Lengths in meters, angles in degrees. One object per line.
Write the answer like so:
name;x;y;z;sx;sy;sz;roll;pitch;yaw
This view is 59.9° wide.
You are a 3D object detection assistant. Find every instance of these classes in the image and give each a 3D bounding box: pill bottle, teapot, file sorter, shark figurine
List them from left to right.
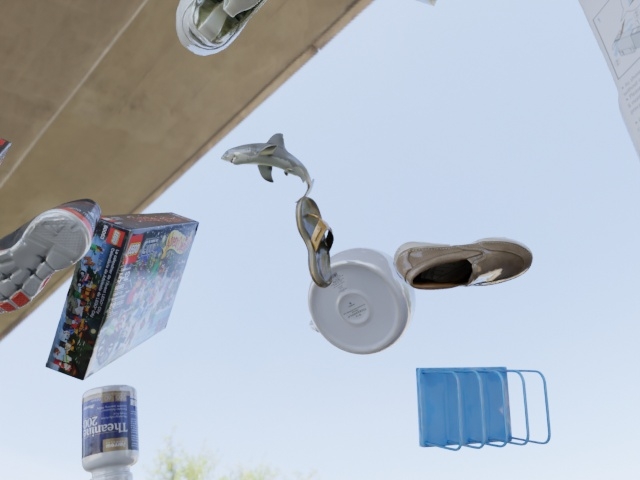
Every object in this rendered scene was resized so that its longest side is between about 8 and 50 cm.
pill bottle;-0.258;0.244;0.683;0.067;0.120;0.067;-10;-27;-5
shark figurine;-0.093;-0.213;1.429;0.278;0.116;0.166;23;-34;-31
teapot;0.101;0.123;1.250;0.256;0.187;0.253;14;-70;18
file sorter;0.246;0.253;0.845;0.170;0.118;0.104;4;-14;-21

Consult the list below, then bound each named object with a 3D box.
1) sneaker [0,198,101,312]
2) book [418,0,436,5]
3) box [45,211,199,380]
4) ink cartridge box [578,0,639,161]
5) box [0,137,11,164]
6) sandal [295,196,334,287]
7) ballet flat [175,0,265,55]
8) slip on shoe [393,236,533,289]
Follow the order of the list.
sneaker;-0.252;0.012;0.489;0.158;0.065;0.061;-23;-66;17
book;0.124;-0.451;0.953;0.096;0.144;0.035;11;-71;-59
box;-0.218;0.050;0.652;0.044;0.233;0.159;20;-85;3
ink cartridge box;0.241;-0.143;0.244;0.060;0.239;0.275;0;-25;-13
box;-0.357;-0.080;0.494;0.114;0.207;0.036;27;-81;-27
sandal;0.000;0.000;1.066;0.049;0.180;0.072;-20;-12;35
ballet flat;-0.183;-0.466;1.086;0.139;0.139;0.400;24;-34;-35
slip on shoe;0.136;0.025;0.515;0.135;0.041;0.051;3;-61;-12
